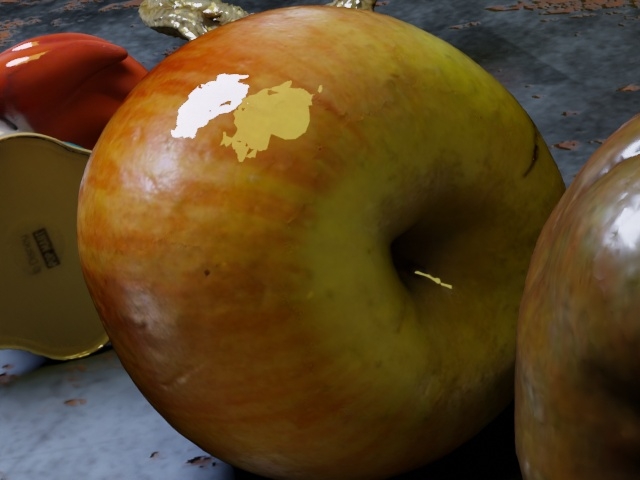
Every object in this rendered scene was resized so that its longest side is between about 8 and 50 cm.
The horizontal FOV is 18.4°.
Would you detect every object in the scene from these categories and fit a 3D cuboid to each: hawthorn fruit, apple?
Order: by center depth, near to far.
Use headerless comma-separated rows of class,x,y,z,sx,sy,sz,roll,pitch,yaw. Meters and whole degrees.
hawthorn fruit,0.222,0.046,1.005,0.268,0.267,0.301,-5,24,7
apple,0.000,0.000,1.133,0.286,0.286,0.233,-29,19,-30

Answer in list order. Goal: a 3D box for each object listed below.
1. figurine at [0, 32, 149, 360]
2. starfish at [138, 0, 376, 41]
figurine,-0.198,-0.049,1.383,0.181,0.208,0.257,27,16,-28
starfish,-0.047,-0.132,1.536,0.327,0.094,0.375,-46,41,-12
